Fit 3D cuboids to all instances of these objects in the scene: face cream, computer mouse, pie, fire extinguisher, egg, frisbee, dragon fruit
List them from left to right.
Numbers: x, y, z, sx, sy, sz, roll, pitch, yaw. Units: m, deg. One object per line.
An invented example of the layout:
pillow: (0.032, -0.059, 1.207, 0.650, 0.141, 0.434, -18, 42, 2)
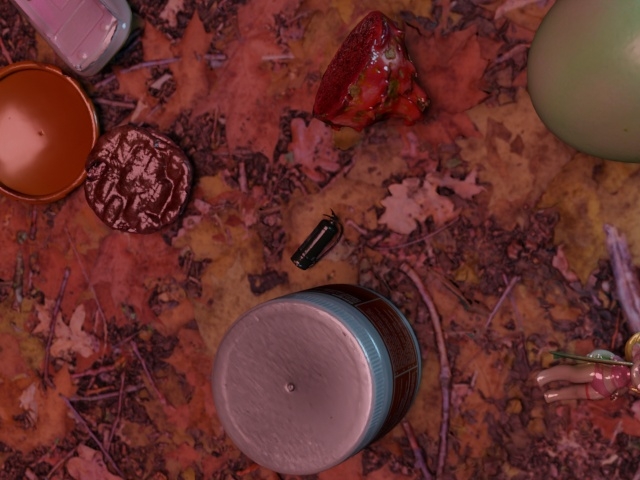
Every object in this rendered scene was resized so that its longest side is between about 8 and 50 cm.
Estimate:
frisbee: (-0.381, -0.144, 1.579, 0.192, 0.035, 0.192, 1, 96, 13)
computer mouse: (-0.343, -0.325, 1.543, 0.245, 0.056, 0.126, 47, 108, 12)
pie: (-0.236, -0.078, 1.524, 0.153, 0.038, 0.153, 2, 97, 13)
face cream: (0.000, 0.156, 1.369, 0.201, 0.187, 0.201, 1, 94, 21)
fire extinguisher: (0.000, 0.000, 1.449, 0.038, 0.025, 0.083, 31, 107, -22)
dragon fruit: (0.069, -0.180, 1.377, 0.111, 0.153, 0.153, 32, 107, -18)
egg: (0.343, -0.190, 1.200, 0.270, 0.220, 0.220, -18, 87, 20)

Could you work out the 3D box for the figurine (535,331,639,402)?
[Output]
figurine: (0.333, 0.141, 1.313, 0.187, 0.083, 0.083, -19, 86, 33)
